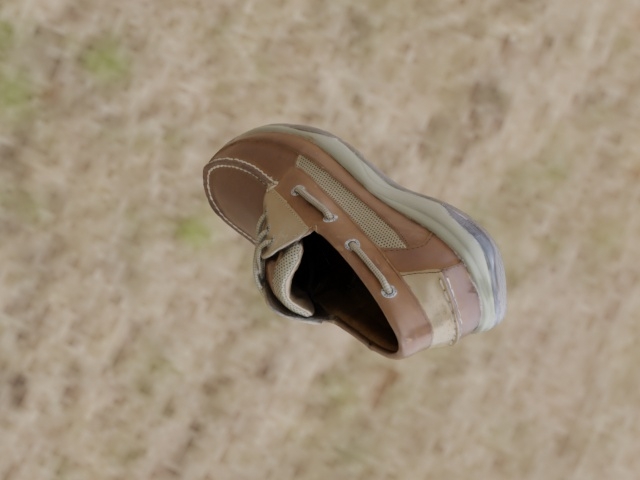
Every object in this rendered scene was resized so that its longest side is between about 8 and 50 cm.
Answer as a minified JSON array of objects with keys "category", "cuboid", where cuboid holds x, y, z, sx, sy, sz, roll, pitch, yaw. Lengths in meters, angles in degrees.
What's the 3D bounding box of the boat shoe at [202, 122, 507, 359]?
[{"category":"boat shoe","cuboid":[0.000,0.000,1.505,0.116,0.324,0.123,-32,124,-27]}]
